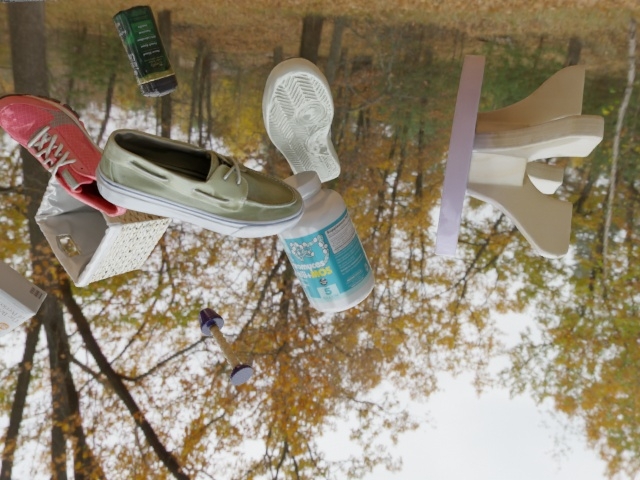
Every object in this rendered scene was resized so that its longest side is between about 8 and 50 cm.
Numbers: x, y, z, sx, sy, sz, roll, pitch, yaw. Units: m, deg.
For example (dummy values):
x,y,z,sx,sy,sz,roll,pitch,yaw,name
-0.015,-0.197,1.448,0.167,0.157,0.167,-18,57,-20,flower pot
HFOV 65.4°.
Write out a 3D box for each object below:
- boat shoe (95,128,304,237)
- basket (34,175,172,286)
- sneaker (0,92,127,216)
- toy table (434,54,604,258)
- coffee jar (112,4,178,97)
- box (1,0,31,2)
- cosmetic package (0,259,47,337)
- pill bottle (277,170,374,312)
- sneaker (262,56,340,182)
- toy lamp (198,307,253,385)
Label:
x,y,z,sx,sy,sz,roll,pitch,yaw,name
-0.155,-0.078,0.708,0.302,0.094,0.109,8,-128,-25,boat shoe
-0.742,-0.082,1.711,0.328,0.331,0.266,51,-147,15,basket
-0.498,-0.166,0.995,0.314,0.116,0.136,42,-163,-33,sneaker
0.253,-0.107,0.664,0.160,0.275,0.252,8,-175,15,toy table
-0.384,-0.412,1.099,0.079,0.185,0.096,-29,-156,-29,coffee jar
-0.581,-0.578,1.032,0.078,0.147,0.180,52,-144,-6,box
-0.583,0.055,0.806,0.098,0.239,0.060,-31,-148,15,cosmetic package
0.000,0.000,0.983,0.146,0.264,0.146,-20,-157,9,pill bottle
-0.044,-0.245,0.957,0.131,0.350,0.148,-16,-113,-1,sneaker
-0.291,0.305,1.489,0.080,0.080,0.274,-8,-141,-38,toy lamp
